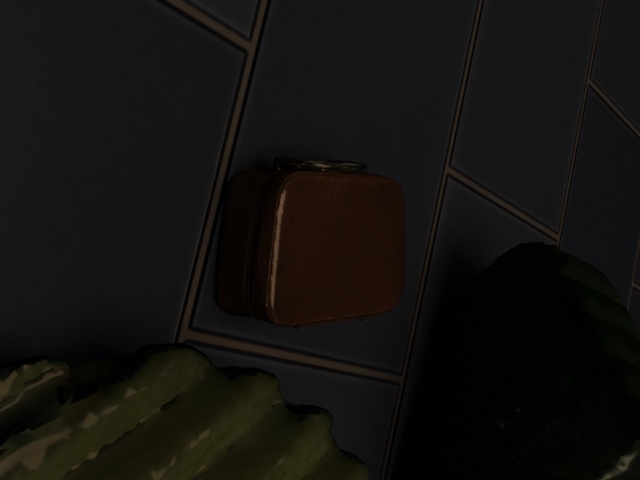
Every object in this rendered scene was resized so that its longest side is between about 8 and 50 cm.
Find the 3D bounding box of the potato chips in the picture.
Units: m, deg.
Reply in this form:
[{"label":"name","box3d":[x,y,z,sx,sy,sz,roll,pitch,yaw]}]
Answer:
[{"label":"potato chips","box3d":[-0.127,0.237,0.498,0.429,0.070,0.358,-32,93,-40]}]

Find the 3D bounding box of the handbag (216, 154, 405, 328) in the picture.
[{"label":"handbag","box3d":[0.000,0.000,0.727,0.193,0.072,0.151,2,92,-48]}]

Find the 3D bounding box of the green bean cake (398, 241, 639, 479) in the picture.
[{"label":"green bean cake","box3d":[0.227,0.198,0.888,0.169,0.300,0.308,25,34,-35]}]
